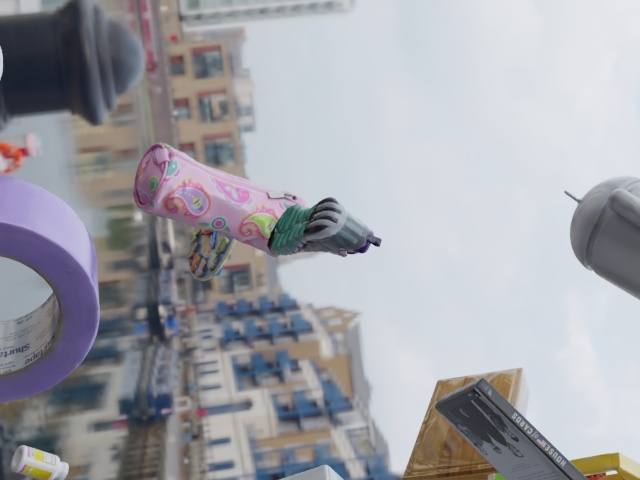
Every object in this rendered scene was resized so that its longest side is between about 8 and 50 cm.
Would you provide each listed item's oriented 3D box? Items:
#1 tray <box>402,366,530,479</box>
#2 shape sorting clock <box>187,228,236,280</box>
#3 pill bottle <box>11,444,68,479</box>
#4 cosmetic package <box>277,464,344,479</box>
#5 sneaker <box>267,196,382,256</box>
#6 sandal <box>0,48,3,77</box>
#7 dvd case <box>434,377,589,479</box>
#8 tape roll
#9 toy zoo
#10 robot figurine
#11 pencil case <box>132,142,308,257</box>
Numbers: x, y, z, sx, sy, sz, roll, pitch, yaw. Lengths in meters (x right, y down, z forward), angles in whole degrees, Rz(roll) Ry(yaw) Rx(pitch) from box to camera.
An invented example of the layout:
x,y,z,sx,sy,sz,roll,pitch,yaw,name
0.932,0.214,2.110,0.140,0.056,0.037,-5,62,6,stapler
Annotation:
x,y,z,sx,sy,sz,roll,pitch,yaw,name
0.314,0.399,2.150,0.411,0.203,0.076,-54,128,-64,tray
-0.208,-0.019,2.030,0.206,0.040,0.206,-39,-139,47,shape sorting clock
-0.446,0.358,1.638,0.043,0.083,0.043,-34,-139,37,pill bottle
0.011,0.600,1.539,0.230,0.162,0.453,52,24,-44,cosmetic package
0.000,0.000,1.475,0.083,0.098,0.224,-63,-161,-14,sneaker
-0.560,-0.286,1.557,0.416,0.169,0.102,-19,-144,59,sandal
0.300,0.323,1.617,0.239,0.029,0.179,44,-24,2,dvd case
-0.285,0.043,0.879,0.080,0.189,0.188,-111,-164,-54,tape roll
0.470,0.437,1.811,0.192,0.293,0.030,40,43,-39,toy zoo
0.610,0.006,1.901,0.353,0.199,0.300,35,-11,37,robot figurine
-0.163,-0.066,1.689,0.124,0.284,0.124,-34,-134,45,pencil case
